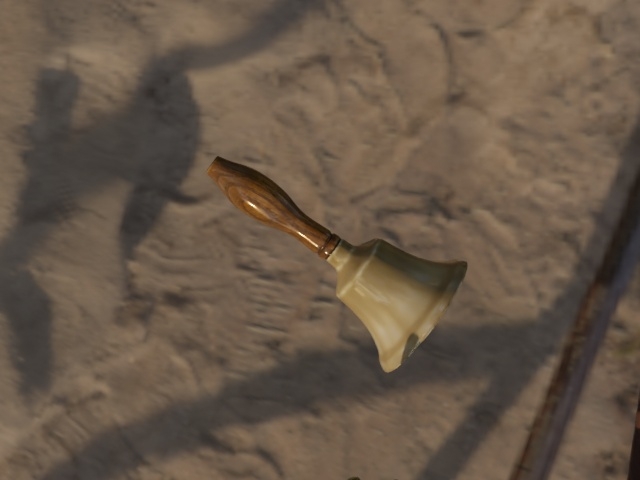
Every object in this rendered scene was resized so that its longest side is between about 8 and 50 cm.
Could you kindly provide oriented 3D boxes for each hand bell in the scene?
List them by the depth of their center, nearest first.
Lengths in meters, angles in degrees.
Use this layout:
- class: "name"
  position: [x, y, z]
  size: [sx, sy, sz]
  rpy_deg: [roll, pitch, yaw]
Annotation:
- class: "hand bell"
  position: [0.000, 0.000, 1.379]
  size: [0.242, 0.126, 0.126]
  rpy_deg: [36, 76, -5]

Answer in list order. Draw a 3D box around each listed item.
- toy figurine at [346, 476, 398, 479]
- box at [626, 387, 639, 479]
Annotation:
- class: "toy figurine"
  position: [0.097, 0.396, 1.272]
  size: [0.191, 0.217, 0.362]
  rpy_deg: [10, 92, -63]
- class: "box"
  position: [0.345, 0.111, 1.122]
  size: [0.143, 0.191, 0.381]
  rpy_deg: [-40, 139, -40]
